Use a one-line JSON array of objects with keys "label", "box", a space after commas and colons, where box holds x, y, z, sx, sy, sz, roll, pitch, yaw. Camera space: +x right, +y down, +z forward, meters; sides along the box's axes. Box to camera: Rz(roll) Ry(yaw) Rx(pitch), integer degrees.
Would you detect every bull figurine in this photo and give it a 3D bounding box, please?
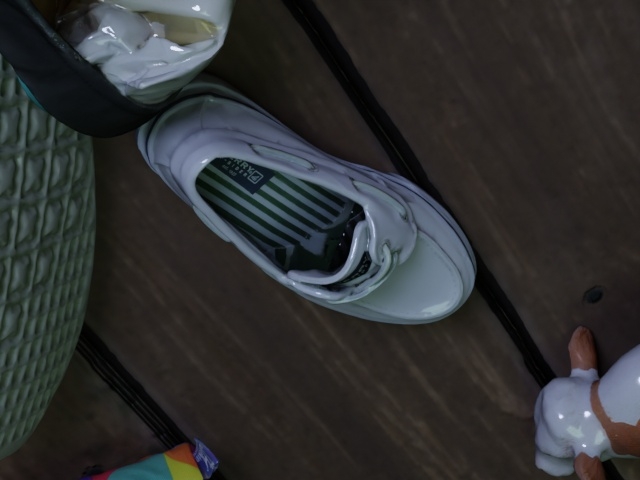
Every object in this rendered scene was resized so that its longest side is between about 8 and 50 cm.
[{"label": "bull figurine", "box": [0.266, 0.056, 1.066, 0.310, 0.101, 0.188, -46, 133, 17]}]

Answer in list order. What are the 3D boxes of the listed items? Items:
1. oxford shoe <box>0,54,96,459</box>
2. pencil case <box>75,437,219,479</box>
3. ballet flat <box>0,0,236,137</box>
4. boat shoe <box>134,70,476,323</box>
[{"label": "oxford shoe", "box": [-0.202, -0.072, 0.765, 0.130, 0.169, 0.449, 7, 142, 21]}, {"label": "pencil case", "box": [-0.152, 0.185, 0.991, 0.236, 0.104, 0.104, -19, 130, -7]}, {"label": "ballet flat", "box": [-0.091, -0.102, 0.727, 0.096, 0.095, 0.280, 7, 169, 20]}, {"label": "boat shoe", "box": [0.000, 0.000, 0.927, 0.226, 0.076, 0.083, 27, 112, -36]}]
